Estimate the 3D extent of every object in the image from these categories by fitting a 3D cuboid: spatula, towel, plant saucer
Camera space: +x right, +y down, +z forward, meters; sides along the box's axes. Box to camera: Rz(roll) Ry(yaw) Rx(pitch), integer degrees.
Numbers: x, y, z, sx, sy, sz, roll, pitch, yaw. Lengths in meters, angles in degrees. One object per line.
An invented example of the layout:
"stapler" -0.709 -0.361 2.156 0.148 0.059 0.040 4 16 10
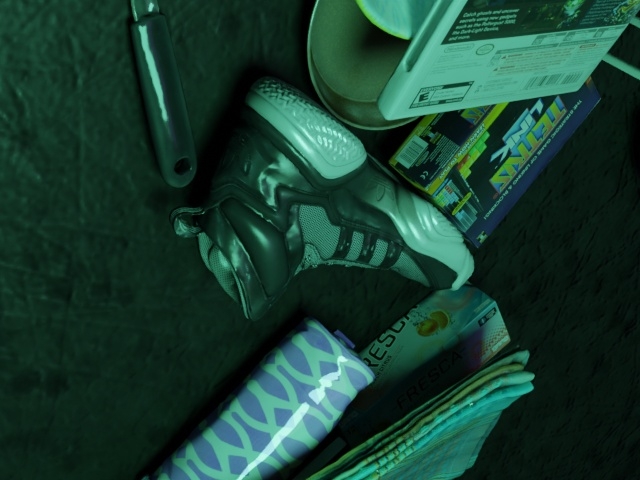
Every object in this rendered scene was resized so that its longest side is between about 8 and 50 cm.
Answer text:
"spatula" -0.111 -0.163 0.777 0.084 0.030 0.296 -25 130 -26
"towel" 0.006 0.238 1.037 0.370 0.040 0.271 -29 160 -21
"plant saucer" 0.054 -0.165 0.906 0.168 0.029 0.168 -19 127 -27

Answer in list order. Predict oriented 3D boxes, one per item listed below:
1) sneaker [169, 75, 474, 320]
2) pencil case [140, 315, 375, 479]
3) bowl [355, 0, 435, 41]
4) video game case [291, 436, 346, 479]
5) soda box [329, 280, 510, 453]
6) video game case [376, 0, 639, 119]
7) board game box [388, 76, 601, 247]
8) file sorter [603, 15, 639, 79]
"sneaker" 0.000 0.000 0.925 0.153 0.101 0.268 -49 132 3
"pencil case" -0.046 0.156 0.996 0.206 0.086 0.088 -45 169 -3
"bowl" 0.108 -0.280 0.762 0.289 0.156 0.289 -25 155 -12
"video game case" -0.031 0.222 1.041 0.087 0.011 0.122 -36 167 -44
"soda box" 0.080 0.114 1.083 0.183 0.058 0.063 -39 134 -13
"video game case" 0.149 -0.156 0.831 0.190 0.022 0.173 -12 151 -32
"board game box" 0.146 -0.091 0.990 0.170 0.048 0.141 -51 148 1
"file sorter" 0.342 -0.248 0.965 0.277 0.193 0.173 -20 130 -27
